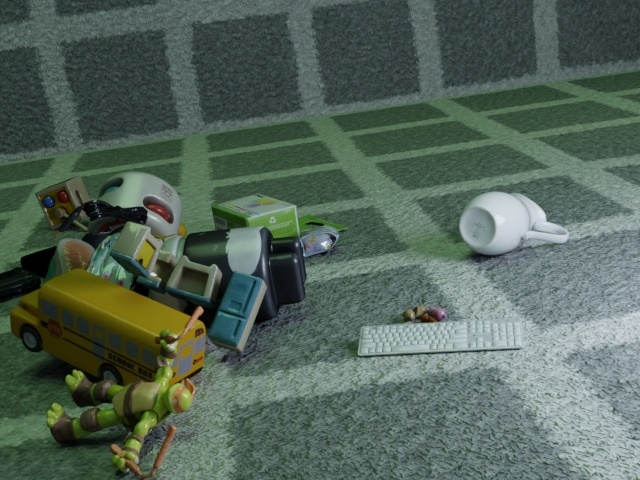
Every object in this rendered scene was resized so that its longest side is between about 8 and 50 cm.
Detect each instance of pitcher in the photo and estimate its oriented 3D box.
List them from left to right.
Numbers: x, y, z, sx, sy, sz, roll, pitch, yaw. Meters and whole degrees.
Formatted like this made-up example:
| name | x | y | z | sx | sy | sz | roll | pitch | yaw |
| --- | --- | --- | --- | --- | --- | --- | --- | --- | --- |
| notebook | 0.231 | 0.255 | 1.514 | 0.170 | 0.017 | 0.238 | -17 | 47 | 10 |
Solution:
| name | x | y | z | sx | sy | sz | roll | pitch | yaw |
| --- | --- | --- | --- | --- | --- | --- | --- | --- | --- |
| pitcher | 0.385 | -0.029 | 1.817 | 0.178 | 0.125 | 0.207 | 24 | 21 | 34 |

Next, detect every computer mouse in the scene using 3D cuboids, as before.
| name | x | y | z | sx | sy | sz | roll | pitch | yaw |
| --- | --- | --- | --- | --- | --- | --- | --- | --- | --- |
| computer mouse | -0.481 | 0.021 | 1.875 | 0.262 | 0.060 | 0.184 | -42 | -28 | 21 |

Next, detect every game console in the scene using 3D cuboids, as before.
| name | x | y | z | sx | sy | sz | roll | pitch | yaw |
| --- | --- | --- | --- | --- | --- | --- | --- | --- | --- |
| game console | -0.659 | 0.081 | 2.022 | 0.361 | 0.044 | 0.213 | -21 | 20 | -39 |

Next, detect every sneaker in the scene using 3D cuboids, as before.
| name | x | y | z | sx | sy | sz | roll | pitch | yaw |
| --- | --- | --- | --- | --- | --- | --- | --- | --- | --- |
| sneaker | -0.474 | 0.124 | 1.716 | 0.108 | 0.121 | 0.302 | 17 | 27 | -21 |

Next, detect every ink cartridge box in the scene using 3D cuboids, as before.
| name | x | y | z | sx | sy | sz | roll | pitch | yaw |
| --- | --- | --- | --- | --- | --- | --- | --- | --- | --- |
| ink cartridge box | -0.096 | -0.053 | 2.118 | 0.255 | 0.097 | 0.189 | -18 | 19 | -28 |

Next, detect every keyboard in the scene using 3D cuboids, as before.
| name | x | y | z | sx | sy | sz | roll | pitch | yaw |
| --- | --- | --- | --- | --- | --- | --- | --- | --- | --- |
| keyboard | 0.188 | 0.152 | 1.435 | 0.256 | 0.014 | 0.072 | -5 | 27 | 11 |

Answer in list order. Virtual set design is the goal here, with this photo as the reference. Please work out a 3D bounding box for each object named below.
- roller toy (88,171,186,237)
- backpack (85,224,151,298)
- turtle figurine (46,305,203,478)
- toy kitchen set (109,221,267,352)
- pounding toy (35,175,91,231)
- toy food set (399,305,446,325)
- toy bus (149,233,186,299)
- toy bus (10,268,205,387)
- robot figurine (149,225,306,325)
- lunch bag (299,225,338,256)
| name | x | y | z | sx | sy | sz | roll | pitch | yaw |
| --- | --- | --- | --- | --- | --- | --- | --- | --- | --- |
| roller toy | -0.407 | -0.053 | 2.034 | 0.209 | 0.191 | 0.146 | 6 | 50 | -2 |
| backpack | -0.367 | 0.073 | 1.639 | 0.115 | 0.152 | 0.182 | 8 | 32 | -3 |
| turtle figurine | -0.259 | 0.217 | 1.275 | 0.217 | 0.087 | 0.269 | -7 | 49 | 22 |
| toy kitchen set | -0.215 | 0.074 | 1.448 | 0.207 | 0.122 | 0.166 | 15 | -18 | 15 |
| pounding toy | -0.684 | -0.087 | 2.470 | 0.130 | 0.141 | 0.100 | -17 | 12 | 23 |
| toy food set | 0.170 | 0.131 | 1.521 | 0.078 | 0.019 | 0.122 | -3 | 17 | 16 |
| toy bus | -0.308 | 0.040 | 1.887 | 0.202 | 0.104 | 0.191 | -9 | 17 | -2 |
| toy bus | -0.347 | 0.143 | 1.463 | 0.333 | 0.130 | 0.108 | 20 | 28 | 27 |
| robot figurine | -0.167 | 0.067 | 1.631 | 0.278 | 0.173 | 0.209 | -6 | -11 | 5 |
| lunch bag | 0.000 | 0.000 | 1.979 | 0.083 | 0.053 | 0.071 | -16 | 14 | 4 |
